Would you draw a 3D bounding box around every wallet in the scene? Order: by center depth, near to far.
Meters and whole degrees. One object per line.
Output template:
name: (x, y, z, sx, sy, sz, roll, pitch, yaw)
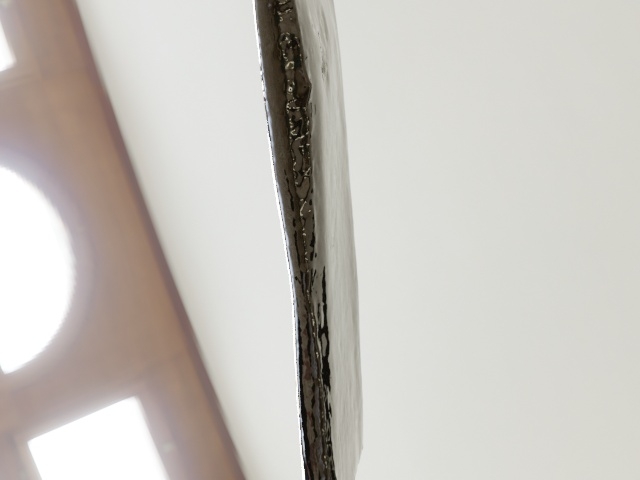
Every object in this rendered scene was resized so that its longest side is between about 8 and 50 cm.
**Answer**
wallet: (-0.001, 0.000, 0.657, 0.146, 0.030, 0.285, -63, 149, -78)
